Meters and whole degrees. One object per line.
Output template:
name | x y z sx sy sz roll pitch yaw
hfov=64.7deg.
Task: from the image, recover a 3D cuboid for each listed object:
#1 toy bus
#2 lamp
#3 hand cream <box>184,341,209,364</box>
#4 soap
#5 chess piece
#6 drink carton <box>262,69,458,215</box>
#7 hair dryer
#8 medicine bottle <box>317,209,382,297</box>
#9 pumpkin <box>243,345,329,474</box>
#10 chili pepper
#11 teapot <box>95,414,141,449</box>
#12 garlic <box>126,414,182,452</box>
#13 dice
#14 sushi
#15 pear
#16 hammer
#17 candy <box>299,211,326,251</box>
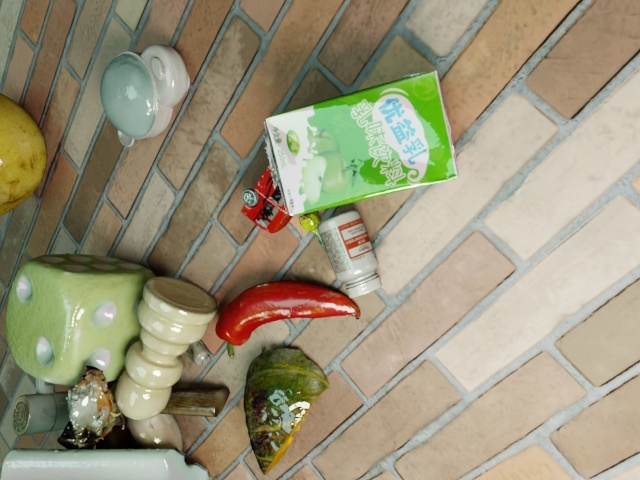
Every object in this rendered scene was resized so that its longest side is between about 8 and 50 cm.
toy bus | -0.063 -0.109 0.919 0.089 0.081 0.195 41 120 7
lamp | -0.379 -0.312 1.057 0.246 0.108 0.180 -23 92 34
hand cream | -0.321 0.239 1.194 0.165 0.037 0.057 32 116 30
soap | -0.480 0.609 1.156 0.445 0.156 0.261 2 122 -6
chess piece | -0.353 0.242 1.091 0.167 0.167 0.300 30 100 24
drink carton | 0.061 -0.145 0.770 0.271 0.108 0.161 -12 98 14
hair dryer | -0.790 0.370 1.475 0.107 0.173 0.358 -24 69 30
medicine bottle | 0.053 0.023 0.872 0.079 0.079 0.140 -22 88 34
pumpkin | -0.115 0.345 1.023 0.163 0.111 0.279 34 117 14
chili pepper | -0.103 0.151 1.000 0.368 0.092 0.137 -24 103 37
teapot | -0.513 0.546 1.329 0.178 0.135 0.252 0 109 66
garlic | -0.399 0.514 1.270 0.128 0.148 0.267 -30 78 -3
dice | -0.537 0.171 1.159 0.254 0.252 0.250 12 95 29
sushi | -0.470 0.360 1.044 0.097 0.103 0.226 31 132 21
pear | -0.853 -0.224 1.270 0.314 0.314 0.315 8 105 31
hammer | -0.403 0.387 1.203 0.408 0.243 0.095 -4 135 18
candy | 0.000 0.000 0.934 0.035 0.035 0.123 -26 94 37
